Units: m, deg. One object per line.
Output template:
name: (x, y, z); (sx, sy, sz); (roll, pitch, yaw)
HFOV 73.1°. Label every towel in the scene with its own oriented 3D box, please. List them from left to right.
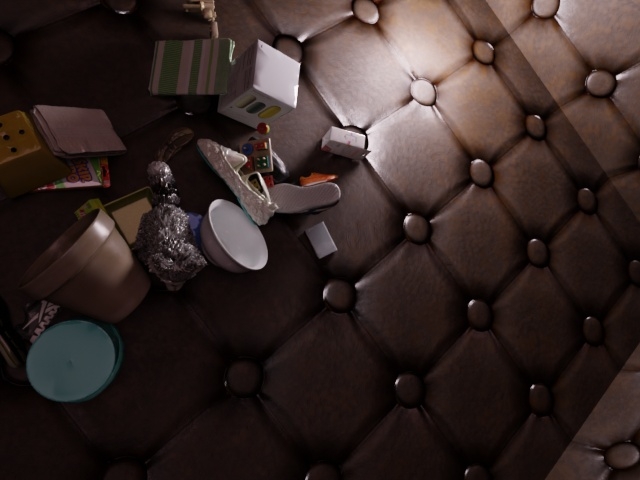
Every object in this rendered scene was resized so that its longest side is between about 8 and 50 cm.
towel: (-0.826, -0.378, 1.494); (0.187, 0.049, 0.282); (60, 28, 0)
towel: (-0.505, -0.675, 1.686); (0.324, 0.038, 0.248); (2, 77, 8)

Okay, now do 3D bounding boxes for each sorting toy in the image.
sorting toy: (-0.263, -0.327, 1.722); (0.132, 0.046, 0.275); (-5, 91, 16)

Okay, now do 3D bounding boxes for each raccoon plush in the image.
raccoon plush: (-0.522, -0.051, 1.429); (0.216, 0.299, 0.447); (-22, 98, -23)

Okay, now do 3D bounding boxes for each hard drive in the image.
hard drive: (0.000, 0.000, 1.806); (0.094, 0.022, 0.135); (-26, 88, -22)

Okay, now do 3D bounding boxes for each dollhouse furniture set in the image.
dollhouse furniture set: (-0.493, -0.894, 1.765); (0.123, 0.144, 0.151); (-7, 96, -16)

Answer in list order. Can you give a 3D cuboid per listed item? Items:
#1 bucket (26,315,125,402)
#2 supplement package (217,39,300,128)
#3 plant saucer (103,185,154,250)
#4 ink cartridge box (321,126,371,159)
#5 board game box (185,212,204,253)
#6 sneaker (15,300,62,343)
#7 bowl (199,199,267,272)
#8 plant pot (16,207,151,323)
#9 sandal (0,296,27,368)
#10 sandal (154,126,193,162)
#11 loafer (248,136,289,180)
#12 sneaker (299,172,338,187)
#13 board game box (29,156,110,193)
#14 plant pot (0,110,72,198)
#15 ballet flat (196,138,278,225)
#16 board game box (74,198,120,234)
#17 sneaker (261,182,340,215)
bucket: (-0.768, 0.374, 1.370); (0.281, 0.183, 0.282); (3, 79, -18)
supplement package: (-0.243, -0.595, 1.685); (0.199, 0.262, 0.198); (15, 74, -39)
plant saucer: (-0.666, -0.075, 1.573); (0.188, 0.045, 0.188); (-30, 90, -23)
ink cartridge box: (0.116, -0.420, 1.884); (0.198, 0.115, 0.067); (12, 75, -18)
board game box: (-0.491, -0.020, 1.632); (0.133, 0.033, 0.169); (8, 83, -20)
sneaker: (-0.904, 0.216, 1.411); (0.106, 0.078, 0.234); (31, 73, -14)
bowl: (-0.342, 0.008, 1.590); (0.134, 0.298, 0.298); (-33, 92, 20)
plant pot: (-0.708, 0.106, 1.367); (0.280, 0.323, 0.323); (49, 66, -30)
sandal: (-1.025, 0.270, 1.341); (0.086, 0.120, 0.303); (-27, 89, -8)
sandal: (-0.566, -0.367, 1.671); (0.072, 0.049, 0.180); (41, 83, -2)
loafer: (-0.214, -0.336, 1.780); (0.223, 0.076, 0.078); (49, 29, 5)
sneaker: (-0.005, -0.264, 1.839); (0.175, 0.064, 0.068); (-13, 74, -24)
board game box: (-0.895, -0.241, 1.533); (0.259, 0.039, 0.124); (-8, 81, -23)
plant pot: (-0.980, -0.293, 1.396); (0.212, 0.187, 0.212); (-30, 89, -20)
ballet flat: (-0.307, -0.247, 1.674); (0.147, 0.147, 0.409); (-38, 94, -22)
board game box: (-0.769, -0.044, 1.503); (0.181, 0.092, 0.043); (60, 23, 0)
sneaker: (-0.076, -0.162, 1.769); (0.320, 0.127, 0.126); (-1, 78, 6)
